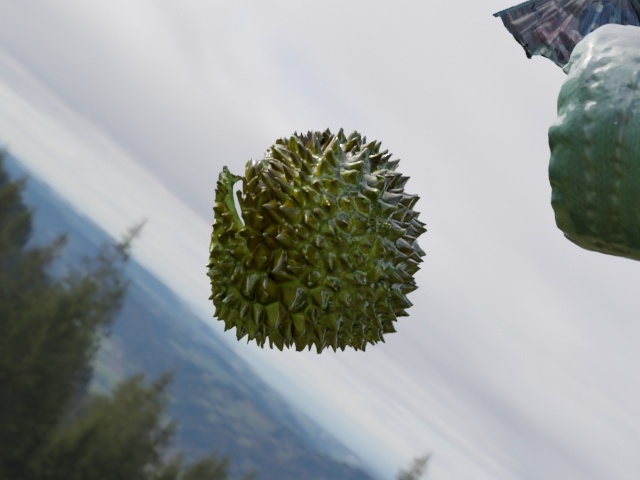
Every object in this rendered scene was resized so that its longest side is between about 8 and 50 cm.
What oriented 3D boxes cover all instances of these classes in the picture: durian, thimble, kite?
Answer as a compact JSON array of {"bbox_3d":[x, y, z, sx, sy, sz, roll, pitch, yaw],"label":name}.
[{"bbox_3d":[0.002,0.000,1.236,0.237,0.176,0.200,23,55,-67],"label":"durian"},{"bbox_3d":[0.284,-0.077,1.176,0.143,0.198,0.235,10,-4,26],"label":"thimble"},{"bbox_3d":[0.337,-0.179,1.589,0.406,0.368,0.014,28,-37,-28],"label":"kite"}]
